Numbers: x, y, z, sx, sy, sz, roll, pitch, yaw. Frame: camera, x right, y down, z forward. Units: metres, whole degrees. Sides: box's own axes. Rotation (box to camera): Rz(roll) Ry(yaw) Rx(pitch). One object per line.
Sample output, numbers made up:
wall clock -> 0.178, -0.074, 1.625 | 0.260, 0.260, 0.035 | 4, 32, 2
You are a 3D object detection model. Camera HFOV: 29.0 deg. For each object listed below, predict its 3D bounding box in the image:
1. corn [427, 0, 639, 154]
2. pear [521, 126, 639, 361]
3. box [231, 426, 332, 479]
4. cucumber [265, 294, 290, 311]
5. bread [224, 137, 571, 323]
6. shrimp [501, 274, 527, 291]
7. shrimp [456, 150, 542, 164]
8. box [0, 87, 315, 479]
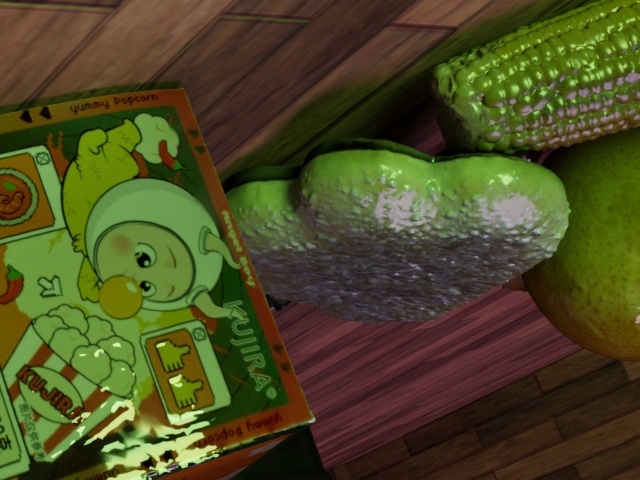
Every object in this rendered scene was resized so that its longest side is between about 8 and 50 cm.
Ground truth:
corn -> 0.224, -0.125, 0.777 | 0.320, 0.097, 0.097 | -19, 166, -6
pear -> 0.254, -0.004, 0.967 | 0.209, 0.208, 0.209 | -21, 166, -5
box -> -0.162, 0.286, 1.482 | 0.251, 0.204, 0.345 | -25, 166, 12
cucumber -> 0.000, 0.000, 0.994 | 0.070, 0.046, 0.220 | -4, 156, -46
bread -> 0.028, 0.001, 0.849 | 0.207, 0.056, 0.286 | 11, 158, -15
shrimp -> 0.295, 0.047, 1.578 | 0.152, 0.063, 0.287 | -18, 162, -10
shrimp -> 0.119, -0.044, 0.957 | 0.082, 0.076, 0.174 | 6, 157, -16
box -> -0.132, 0.046, 0.645 | 0.178, 0.194, 0.148 | -14, 165, -27
